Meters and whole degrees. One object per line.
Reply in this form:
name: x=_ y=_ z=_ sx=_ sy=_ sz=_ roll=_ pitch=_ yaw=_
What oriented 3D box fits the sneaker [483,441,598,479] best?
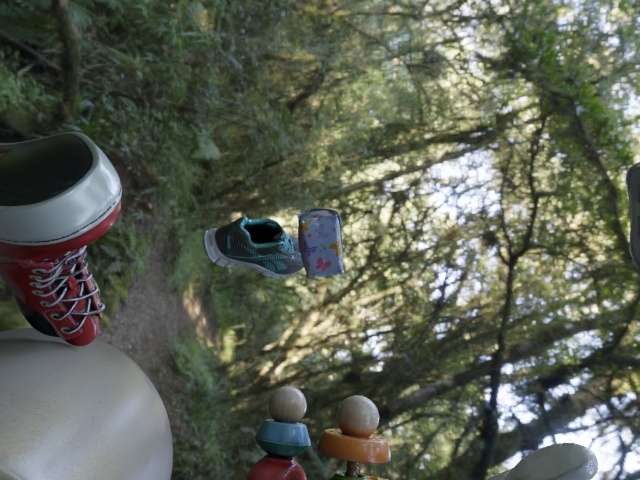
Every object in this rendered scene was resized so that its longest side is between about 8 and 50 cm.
sneaker: x=0.309 y=0.360 z=0.822 sx=0.094 sy=0.212 sz=0.080 roll=50 pitch=32 yaw=3

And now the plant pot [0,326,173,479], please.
plant pot: x=-0.234 y=0.190 z=0.418 sx=0.274 sy=0.257 sz=0.256 roll=151 pitch=-68 yaw=-73

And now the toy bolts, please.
toy bolts: x=0.015 y=0.312 z=0.899 sx=0.218 sy=0.229 sz=0.158 roll=30 pitch=64 yaw=-60

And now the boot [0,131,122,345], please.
boot: x=-0.190 y=0.017 z=0.438 sx=0.244 sy=0.088 sz=0.176 roll=8 pitch=-51 yaw=46

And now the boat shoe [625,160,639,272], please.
boat shoe: x=0.549 y=-0.020 z=0.957 sx=0.076 sy=0.083 sz=0.226 roll=-6 pitch=80 yaw=-77

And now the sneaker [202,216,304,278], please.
sneaker: x=-0.064 y=0.006 z=0.750 sx=0.076 sy=0.167 sz=0.064 roll=-31 pitch=-116 yaw=37

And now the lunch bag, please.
lunch bag: x=0.000 y=0.000 z=0.677 sx=0.083 sy=0.053 sz=0.071 roll=-131 pitch=-146 yaw=-80
